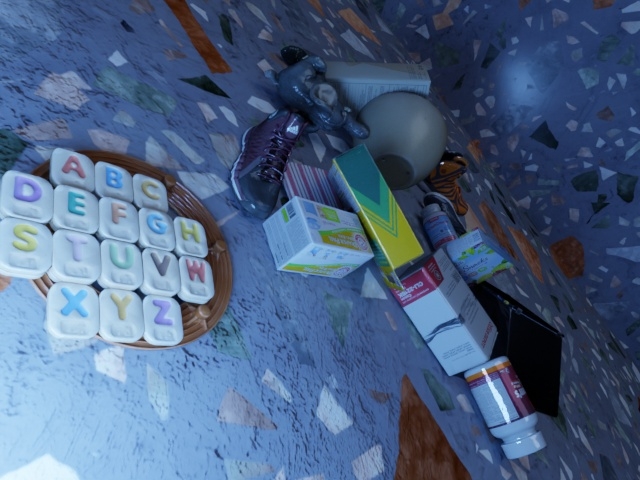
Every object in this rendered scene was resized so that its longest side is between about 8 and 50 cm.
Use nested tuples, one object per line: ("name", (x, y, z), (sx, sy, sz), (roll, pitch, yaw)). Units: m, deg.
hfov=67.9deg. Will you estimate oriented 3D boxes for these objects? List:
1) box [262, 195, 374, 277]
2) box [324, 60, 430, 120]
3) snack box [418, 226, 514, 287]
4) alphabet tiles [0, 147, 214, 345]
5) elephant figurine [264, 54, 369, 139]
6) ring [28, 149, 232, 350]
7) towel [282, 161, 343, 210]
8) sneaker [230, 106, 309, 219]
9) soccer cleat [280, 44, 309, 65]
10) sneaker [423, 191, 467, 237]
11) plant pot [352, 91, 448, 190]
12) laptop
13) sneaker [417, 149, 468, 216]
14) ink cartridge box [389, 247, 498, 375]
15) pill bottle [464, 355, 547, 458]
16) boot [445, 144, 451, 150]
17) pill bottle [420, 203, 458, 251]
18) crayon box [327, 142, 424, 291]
("box", (0.000, 0.000, 0.984), (0.203, 0.103, 0.114), (12, 50, -48))
("box", (0.162, -0.452, 1.451), (0.311, 0.148, 0.121), (3, 45, -3))
("snack box", (0.422, 0.066, 1.387), (0.174, 0.207, 0.070), (29, 39, -36))
("alphabet tiles", (-0.270, 0.004, 0.637), (0.284, 0.021, 0.278), (17, 46, -44))
("elephant figurine", (-0.003, -0.363, 1.278), (0.239, 0.186, 0.169), (62, 0, 15))
("ring", (-0.263, -0.001, 0.702), (0.337, 0.032, 0.336), (34, 37, -30))
("towel", (-0.023, -0.115, 1.144), (0.197, 0.029, 0.144), (3, 60, -52))
("sneaker", (-0.096, -0.185, 0.979), (0.106, 0.162, 0.281), (30, 38, -34))
("soccer cleat", (-0.052, -0.552, 1.500), (0.179, 0.060, 0.072), (19, 47, -48))
("sneaker", (0.435, -0.057, 1.644), (0.226, 0.086, 0.163), (48, 29, -13))
("plant pot", (0.221, -0.256, 1.388), (0.284, 0.284, 0.191), (39, 45, -23))
("laptop", (0.621, 0.328, 1.585), (0.382, 0.236, 0.408), (28, 11, -37))
("sneaker", (0.505, -0.218, 1.804), (0.321, 0.180, 0.124), (33, 37, -31))
("ink cartridge box", (0.326, 0.180, 1.237), (0.273, 0.114, 0.197), (55, 30, 4))
("pill bottle", (0.460, 0.412, 1.184), (0.121, 0.121, 0.221), (8, 53, -50))
("boot", (0.376, -0.428, 1.825), (0.338, 0.118, 0.223), (43, 3, 7))
("pill bottle", (0.391, -0.038, 1.566), (0.087, 0.087, 0.160), (11, 50, -49))
("crayon box", (0.131, -0.046, 1.105), (0.323, 0.083, 0.203), (62, -4, 1))
